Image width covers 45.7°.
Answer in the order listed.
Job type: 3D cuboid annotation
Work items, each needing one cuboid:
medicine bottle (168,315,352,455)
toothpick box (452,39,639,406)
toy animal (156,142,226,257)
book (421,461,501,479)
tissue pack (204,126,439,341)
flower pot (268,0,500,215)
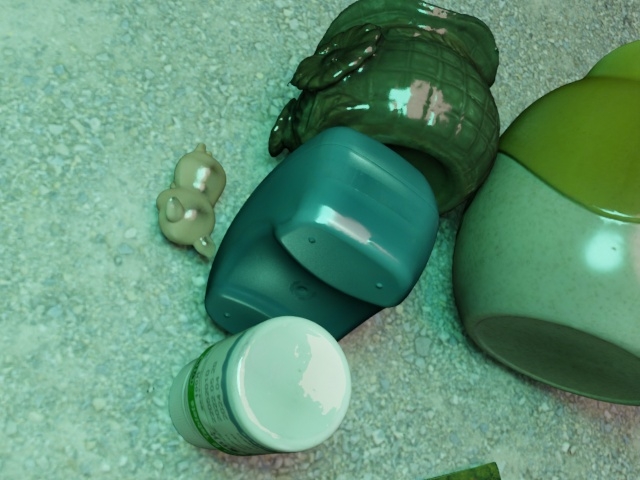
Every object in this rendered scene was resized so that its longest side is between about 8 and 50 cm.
[{"bbox_3d":[-0.079,0.169,0.840,0.139,0.237,0.139,10,70,-28],"label":"medicine bottle"},{"bbox_3d":[0.414,-0.018,1.070,0.409,0.409,0.425,31,69,-18],"label":"toothpick box"},{"bbox_3d":[-0.161,-0.055,0.957,0.083,0.089,0.150,18,58,-20],"label":"toy animal"},{"bbox_3d":[0.204,0.436,1.046,0.160,0.024,0.228,-5,78,-28],"label":"book"},{"bbox_3d":[0.000,0.000,0.912,0.198,0.287,0.206,32,45,-14],"label":"tissue pack"},{"bbox_3d":[0.087,-0.171,1.018,0.301,0.302,0.213,22,61,-22],"label":"flower pot"}]
